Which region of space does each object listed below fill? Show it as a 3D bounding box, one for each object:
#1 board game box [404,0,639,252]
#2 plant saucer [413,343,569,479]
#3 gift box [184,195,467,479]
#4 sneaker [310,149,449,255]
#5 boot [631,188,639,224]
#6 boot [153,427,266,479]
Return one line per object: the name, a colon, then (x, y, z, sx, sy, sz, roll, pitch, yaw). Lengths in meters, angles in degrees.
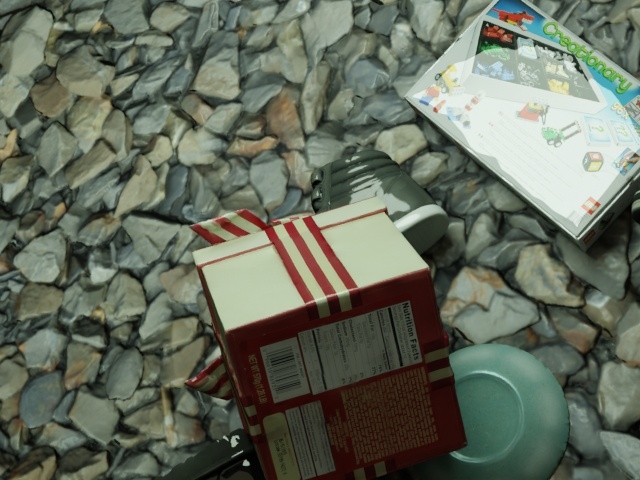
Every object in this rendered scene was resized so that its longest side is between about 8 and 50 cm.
board game box: (0.271, -0.152, 1.644, 0.193, 0.053, 0.305, -46, 60, 1)
plant saucer: (0.184, 0.206, 1.548, 0.194, 0.037, 0.195, -8, 67, 19)
gift box: (-0.016, 0.105, 1.480, 0.276, 0.255, 0.258, -12, 22, -7)
sneaker: (0.000, 0.000, 1.675, 0.295, 0.104, 0.147, -32, 58, 3)
boot: (0.465, -0.103, 1.527, 0.236, 0.085, 0.179, -6, 65, 14)
boot: (-0.134, 0.399, 1.549, 0.348, 0.131, 0.260, -36, 60, 6)
